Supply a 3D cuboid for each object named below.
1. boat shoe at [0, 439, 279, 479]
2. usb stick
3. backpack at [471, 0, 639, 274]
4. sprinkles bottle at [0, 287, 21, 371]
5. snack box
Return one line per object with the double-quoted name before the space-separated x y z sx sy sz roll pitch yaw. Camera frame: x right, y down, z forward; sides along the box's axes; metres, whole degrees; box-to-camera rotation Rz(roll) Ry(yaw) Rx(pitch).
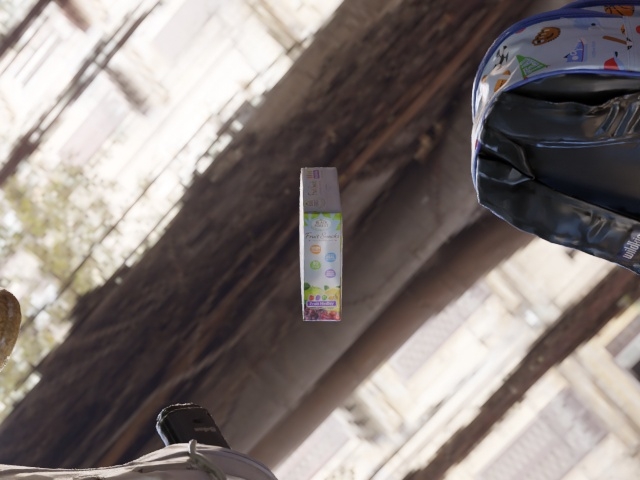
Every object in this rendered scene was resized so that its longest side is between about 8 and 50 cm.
"boat shoe" -0.120 0.224 1.006 0.156 0.136 0.367 5 174 40
"usb stick" -0.108 0.304 1.551 0.077 0.045 0.278 -4 -136 -38
"backpack" 0.281 -0.121 1.312 0.263 0.276 0.213 3 -138 -5
"sprinkles bottle" -0.451 0.029 1.213 0.355 0.121 0.121 33 -164 -38
"snack box" 0.000 0.000 1.178 0.037 0.100 0.141 -2 -161 -1
